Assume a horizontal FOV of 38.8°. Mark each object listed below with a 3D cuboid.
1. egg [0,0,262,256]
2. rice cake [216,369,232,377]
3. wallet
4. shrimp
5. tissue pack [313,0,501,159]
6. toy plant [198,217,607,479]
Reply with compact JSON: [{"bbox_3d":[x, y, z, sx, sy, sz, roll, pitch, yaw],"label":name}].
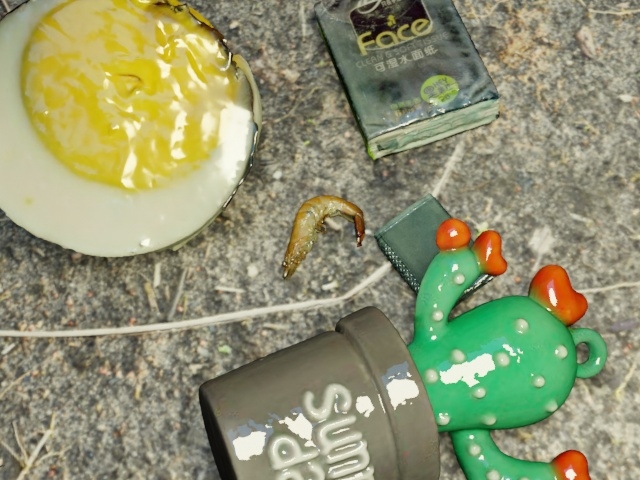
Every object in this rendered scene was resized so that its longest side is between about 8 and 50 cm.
[{"bbox_3d":[-0.230,-0.133,1.084,0.337,0.201,0.336,0,88,3],"label":"egg"},{"bbox_3d":[-0.087,0.196,0.984,0.022,0.021,0.121,-20,62,-5],"label":"rice cake"},{"bbox_3d":[0.129,0.017,1.031,0.088,0.026,0.129,-36,62,-4],"label":"wallet"},{"bbox_3d":[0.000,0.000,1.068,0.091,0.025,0.127,23,66,20],"label":"shrimp"},{"bbox_3d":[0.106,-0.226,1.138,0.174,0.073,0.235,-18,61,0],"label":"tissue pack"},{"bbox_3d":[0.097,0.156,0.882,0.401,0.185,0.279,-17,66,-14],"label":"toy plant"}]
